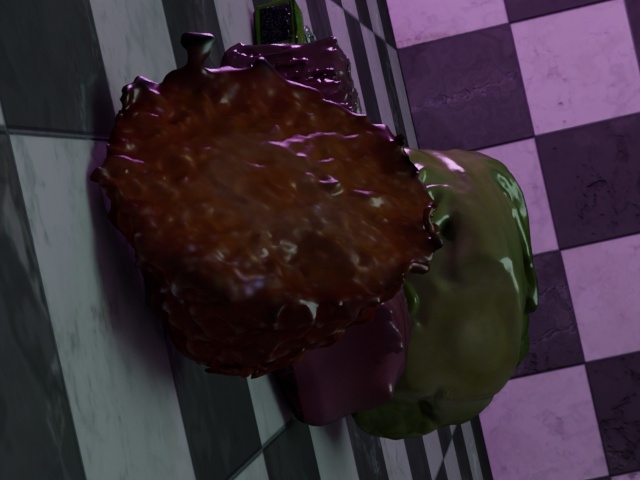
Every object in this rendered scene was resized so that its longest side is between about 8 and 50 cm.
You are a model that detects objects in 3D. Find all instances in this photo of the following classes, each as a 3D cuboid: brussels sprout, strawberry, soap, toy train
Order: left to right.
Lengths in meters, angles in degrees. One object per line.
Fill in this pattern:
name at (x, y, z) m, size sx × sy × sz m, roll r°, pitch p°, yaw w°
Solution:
strawberry at (-0.054, 0.004, 1.181) m, size 0.178 × 0.234 × 0.234 m, roll 112°, pitch -20°, yaw -43°
toy train at (-0.033, -0.166, 1.879) m, size 0.081 × 0.060 × 0.202 m, roll 57°, pitch 21°, yaw -49°
soap at (0.000, 0.000, 1.583) m, size 0.220 × 0.127 × 0.325 m, roll -92°, pitch 168°, yaw -49°
brussels sprout at (0.104, 0.042, 1.857) m, size 0.328 × 0.247 × 0.328 m, roll 166°, pitch -90°, yaw -86°
